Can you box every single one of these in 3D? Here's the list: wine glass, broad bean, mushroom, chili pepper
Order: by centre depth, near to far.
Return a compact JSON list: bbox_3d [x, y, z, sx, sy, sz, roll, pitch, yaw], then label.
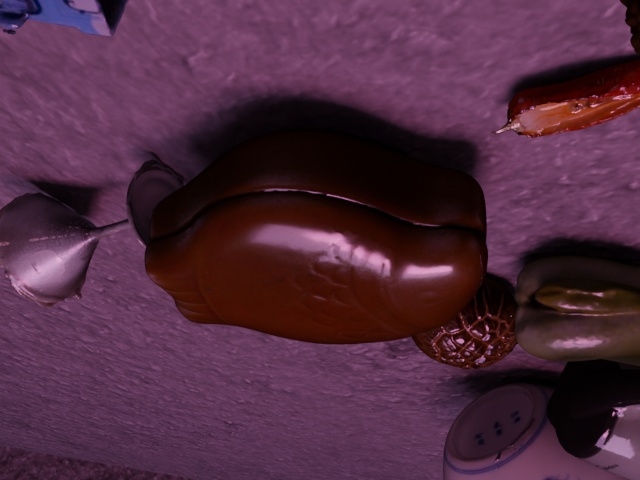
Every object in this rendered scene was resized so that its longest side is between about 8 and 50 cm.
[{"bbox_3d":[0.196,-0.099,0.508,0.178,0.027,0.045,-10,152,35],"label":"chili pepper"},{"bbox_3d":[-0.212,-0.011,0.747,0.182,0.122,0.122,-15,145,30],"label":"wine glass"},{"bbox_3d":[0.293,0.075,0.760,0.227,0.100,0.169,15,164,-39],"label":"broad bean"},{"bbox_3d":[0.156,0.090,0.837,0.126,0.085,0.109,4,153,-2],"label":"mushroom"}]

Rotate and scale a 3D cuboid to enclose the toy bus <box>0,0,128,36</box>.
[{"bbox_3d":[-0.157,-0.221,0.305,0.130,0.106,0.297,9,152,7],"label":"toy bus"}]

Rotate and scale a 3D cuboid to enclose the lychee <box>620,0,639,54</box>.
[{"bbox_3d":[0.210,-0.110,0.328,0.171,0.171,0.171,8,154,4],"label":"lychee"}]

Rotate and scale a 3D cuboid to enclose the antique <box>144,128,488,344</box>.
[{"bbox_3d":[0.000,0.000,0.646,0.277,0.129,0.223,-5,148,18],"label":"antique"}]

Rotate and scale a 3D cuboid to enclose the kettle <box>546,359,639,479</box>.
[{"bbox_3d":[0.409,0.200,0.885,0.236,0.161,0.221,17,158,-7],"label":"kettle"}]

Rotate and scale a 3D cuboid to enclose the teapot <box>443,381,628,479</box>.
[{"bbox_3d":[0.314,0.345,1.077,0.424,0.252,0.280,-37,104,11],"label":"teapot"}]
